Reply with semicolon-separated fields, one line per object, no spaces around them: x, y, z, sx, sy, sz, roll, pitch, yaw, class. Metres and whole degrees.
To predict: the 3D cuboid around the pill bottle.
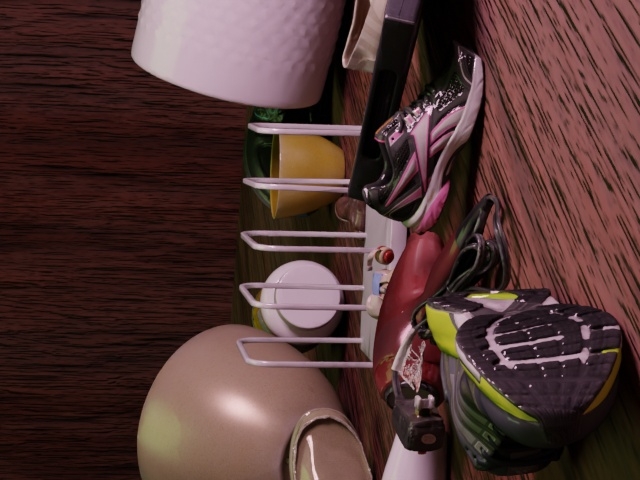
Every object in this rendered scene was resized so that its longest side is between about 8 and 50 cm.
-0.030;0.091;2.367;0.208;0.117;0.117;127;144;-78;pill bottle

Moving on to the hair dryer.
0.116;0.056;1.527;0.293;0.080;0.223;-125;58;-74;hair dryer

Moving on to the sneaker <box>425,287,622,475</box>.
0.142;0.106;1.170;0.300;0.111;0.121;-105;8;-84;sneaker

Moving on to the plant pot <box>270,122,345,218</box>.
-0.017;-0.096;2.393;0.134;0.095;0.134;-179;90;-83;plant pot

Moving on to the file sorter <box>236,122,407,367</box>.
0.000;0.000;1.949;0.193;0.173;0.278;-143;55;-80;file sorter

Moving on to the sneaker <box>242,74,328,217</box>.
-0.047;-0.198;2.553;0.140;0.125;0.341;114;155;-59;sneaker

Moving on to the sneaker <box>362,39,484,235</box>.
0.091;-0.097;1.543;0.072;0.077;0.178;-145;73;-79;sneaker

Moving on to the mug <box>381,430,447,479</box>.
0.092;0.204;1.637;0.078;0.062;0.064;180;100;-76;mug

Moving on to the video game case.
0.081;-0.217;1.655;0.248;0.035;0.275;101;-178;-51;video game case

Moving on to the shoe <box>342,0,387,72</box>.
0.066;-0.269;1.932;0.219;0.058;0.076;100;169;-49;shoe

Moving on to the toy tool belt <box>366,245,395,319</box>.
0.081;0.050;1.830;0.051;0.052;0.083;15;109;50;toy tool belt

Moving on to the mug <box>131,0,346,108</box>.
-0.079;-0.391;2.393;0.374;0.276;0.328;-43;-30;-69;mug

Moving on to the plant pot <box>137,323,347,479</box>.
-0.069;0.263;2.228;0.191;0.284;0.284;10;101;47;plant pot

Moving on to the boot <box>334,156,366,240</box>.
0.046;-0.072;2.124;0.106;0.037;0.114;-126;33;-57;boot

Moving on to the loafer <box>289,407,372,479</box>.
0.025;0.324;2.002;0.092;0.102;0.268;121;140;-73;loafer
